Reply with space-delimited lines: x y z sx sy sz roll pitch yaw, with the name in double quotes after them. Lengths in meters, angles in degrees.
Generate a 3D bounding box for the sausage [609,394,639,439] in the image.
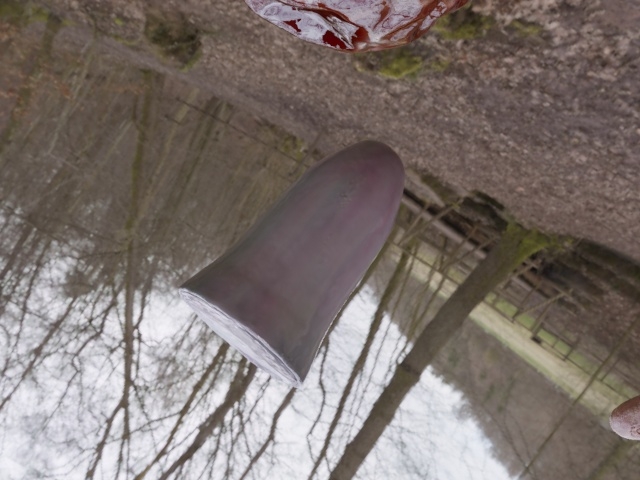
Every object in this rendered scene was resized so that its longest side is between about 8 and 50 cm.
0.320 0.118 0.490 0.043 0.186 0.043 21 -144 -16 "sausage"

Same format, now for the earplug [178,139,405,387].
0.000 0.000 0.680 0.172 0.301 0.172 34 159 15 "earplug"

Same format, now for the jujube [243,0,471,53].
0.039 -0.246 0.378 0.213 0.232 0.213 23 -179 -1 "jujube"
